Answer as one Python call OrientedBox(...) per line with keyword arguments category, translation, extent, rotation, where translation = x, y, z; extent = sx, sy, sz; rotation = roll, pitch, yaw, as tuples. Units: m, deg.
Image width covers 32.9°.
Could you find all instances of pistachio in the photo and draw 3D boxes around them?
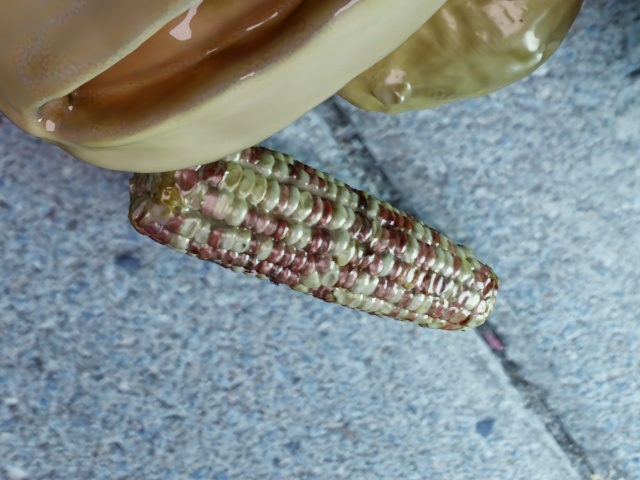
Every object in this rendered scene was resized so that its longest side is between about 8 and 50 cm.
OrientedBox(category="pistachio", translation=(-0.048, -0.141, 0.482), extent=(0.299, 0.187, 0.187), rotation=(-26, 120, 23))

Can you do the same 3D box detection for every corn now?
OrientedBox(category="corn", translation=(0.000, 0.000, 0.645), extent=(0.237, 0.079, 0.079), rotation=(23, 113, -23))

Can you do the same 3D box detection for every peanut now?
OrientedBox(category="peanut", translation=(0.109, -0.156, 0.552), extent=(0.263, 0.117, 0.101), rotation=(-39, 152, 11))
